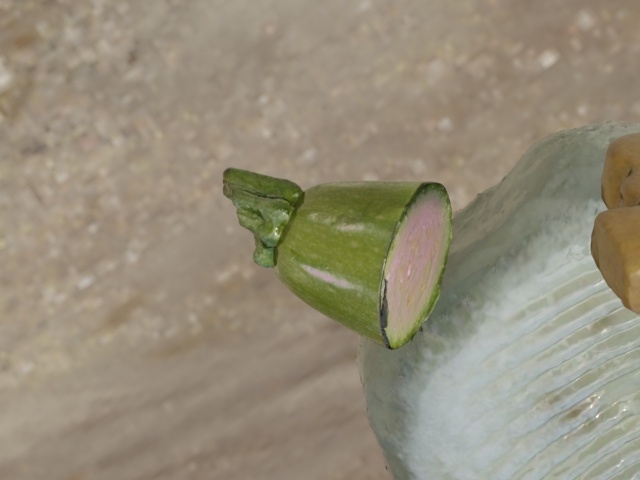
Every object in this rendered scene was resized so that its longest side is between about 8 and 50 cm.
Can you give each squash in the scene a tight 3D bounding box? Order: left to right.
[{"bbox_3d":[-0.001,0.002,1.134,0.105,0.132,0.105,14,90,-69],"label":"squash"}]

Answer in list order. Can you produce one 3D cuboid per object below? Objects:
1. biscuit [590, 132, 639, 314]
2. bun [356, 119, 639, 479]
[{"bbox_3d":[0.222,0.015,0.780,0.238,0.212,0.041,6,115,-19],"label":"biscuit"},{"bbox_3d":[0.201,0.078,1.288,0.354,0.354,0.194,-38,-152,15],"label":"bun"}]
